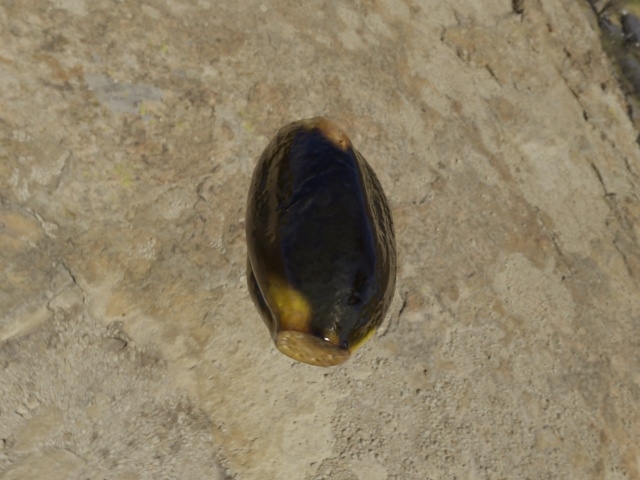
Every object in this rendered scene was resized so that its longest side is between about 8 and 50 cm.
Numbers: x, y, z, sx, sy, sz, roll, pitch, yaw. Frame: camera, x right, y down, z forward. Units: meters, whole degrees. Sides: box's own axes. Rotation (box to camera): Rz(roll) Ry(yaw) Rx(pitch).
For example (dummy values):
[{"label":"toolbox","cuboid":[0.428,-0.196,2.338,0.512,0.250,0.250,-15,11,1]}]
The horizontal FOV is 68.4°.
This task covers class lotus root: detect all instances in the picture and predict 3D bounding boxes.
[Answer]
[{"label":"lotus root","cuboid":[-0.009,0.002,0.535,0.193,0.193,0.291,12,49,-22]}]
